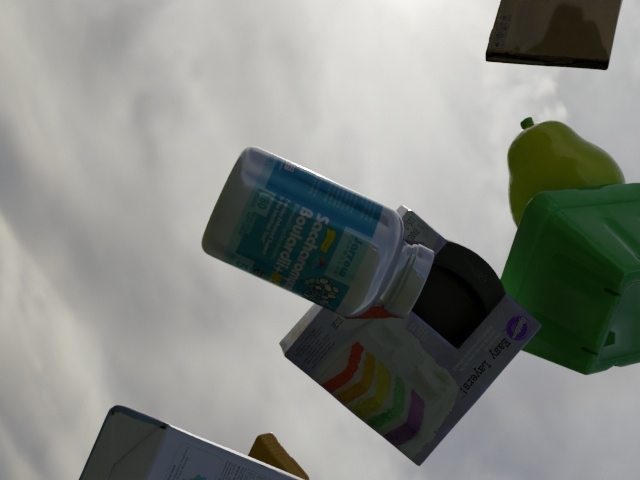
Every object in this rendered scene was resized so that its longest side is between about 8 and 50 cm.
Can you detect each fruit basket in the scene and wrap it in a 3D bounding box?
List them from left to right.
[{"bbox_3d":[0.388,0.000,1.820,0.392,0.392,0.283,43,-54,45],"label":"fruit basket"}]

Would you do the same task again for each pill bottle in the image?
[{"bbox_3d":[0.000,0.000,1.484,0.264,0.146,0.146,24,-33,-2],"label":"pill bottle"}]

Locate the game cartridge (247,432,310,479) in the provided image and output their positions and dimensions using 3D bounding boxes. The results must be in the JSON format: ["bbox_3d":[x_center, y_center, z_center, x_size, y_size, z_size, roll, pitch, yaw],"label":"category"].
[{"bbox_3d":[-0.067,0.578,2.347,0.323,0.053,0.285,47,-55,36],"label":"game cartridge"}]

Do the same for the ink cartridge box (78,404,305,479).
[{"bbox_3d":[-0.139,0.413,1.609,0.151,0.395,0.270,10,-107,54],"label":"ink cartridge box"}]

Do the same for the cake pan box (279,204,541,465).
[{"bbox_3d":[0.123,0.122,1.623,0.246,0.267,0.070,42,1,-12],"label":"cake pan box"}]

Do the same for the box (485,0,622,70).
[{"bbox_3d":[0.323,-0.309,1.663,0.164,0.201,0.021,7,-39,17],"label":"box"}]
